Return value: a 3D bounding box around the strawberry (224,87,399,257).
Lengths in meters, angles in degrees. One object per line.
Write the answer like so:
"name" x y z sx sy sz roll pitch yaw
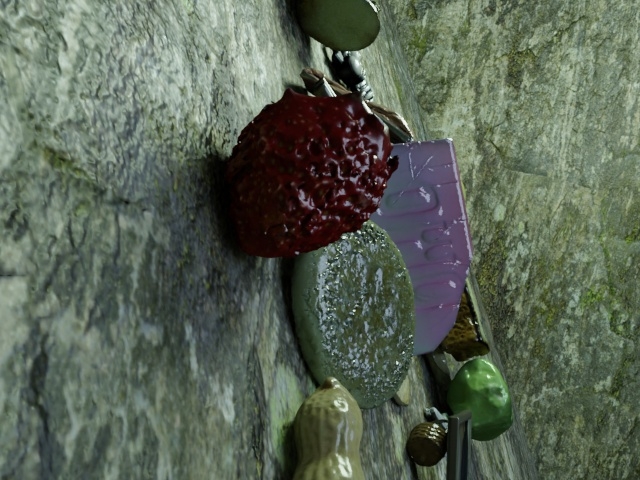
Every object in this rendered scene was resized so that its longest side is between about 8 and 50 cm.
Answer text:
"strawberry" -0.021 -0.062 0.745 0.184 0.186 0.202 87 27 -55

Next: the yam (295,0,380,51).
"yam" 0.029 -0.514 1.356 0.168 0.167 0.305 53 25 -46

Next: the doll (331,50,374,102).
"doll" 0.075 -0.365 1.517 0.219 0.067 0.091 53 29 -42

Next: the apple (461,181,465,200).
"apple" 0.246 -0.103 1.586 0.200 0.199 0.200 -18 90 -73

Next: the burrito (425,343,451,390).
"burrito" 0.245 0.241 1.454 0.058 0.044 0.188 -35 108 -63

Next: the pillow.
"pillow" 0.067 -0.221 1.151 0.232 0.043 0.126 33 0 10

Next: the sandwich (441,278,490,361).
"sandwich" 0.298 0.128 1.517 0.249 0.095 0.274 41 32 -63

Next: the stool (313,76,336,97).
"stool" 0.003 -0.152 0.998 0.121 0.125 0.217 46 44 -19

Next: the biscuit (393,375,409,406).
"biscuit" 0.124 0.208 1.151 0.152 0.020 0.152 -18 90 -73

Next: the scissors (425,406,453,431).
"scissors" 0.249 0.372 1.359 0.204 0.027 0.101 52 21 -50

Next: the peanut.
"peanut" 0.009 0.217 0.688 0.187 0.082 0.082 -90 155 -50

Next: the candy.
"candy" 0.358 0.363 1.506 0.142 0.131 0.343 61 3 28

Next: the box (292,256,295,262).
"box" 0.000 0.000 0.951 0.177 0.035 0.115 30 45 -65

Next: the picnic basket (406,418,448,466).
"picnic basket" 0.183 0.327 1.118 0.072 0.072 0.083 68 27 -13

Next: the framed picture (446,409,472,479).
"framed picture" 0.233 0.426 1.137 0.192 0.018 0.266 25 67 -69

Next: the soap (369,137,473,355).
"soap" 0.137 0.014 1.069 0.109 0.192 0.324 166 -85 -73

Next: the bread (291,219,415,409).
"bread" 0.056 0.088 0.889 0.267 0.040 0.267 19 66 -49
